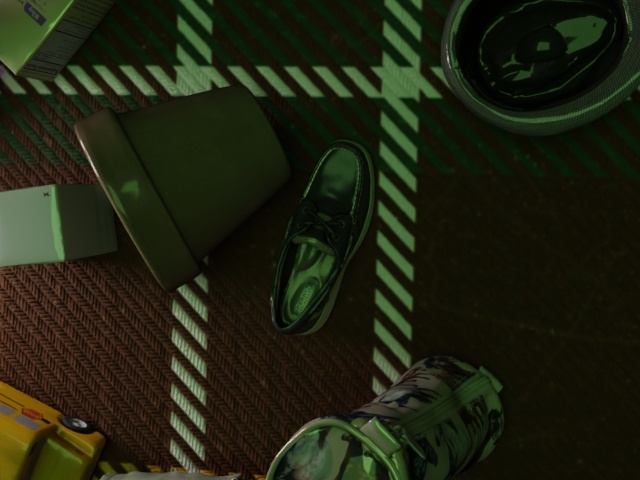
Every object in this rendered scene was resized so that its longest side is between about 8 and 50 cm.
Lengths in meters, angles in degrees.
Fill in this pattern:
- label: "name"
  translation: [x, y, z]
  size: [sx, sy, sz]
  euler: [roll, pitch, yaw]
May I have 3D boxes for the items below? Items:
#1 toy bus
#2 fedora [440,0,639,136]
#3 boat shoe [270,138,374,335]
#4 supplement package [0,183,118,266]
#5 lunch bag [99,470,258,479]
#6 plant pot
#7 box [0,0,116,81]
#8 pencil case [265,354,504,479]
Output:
- label: "toy bus"
  translation: [-0.493, 0.275, 1.524]
  size: [0.333, 0.130, 0.108]
  euler: [25, 98, 10]
- label: "fedora"
  translation: [0.297, -0.259, 1.324]
  size: [0.275, 0.124, 0.243]
  euler: [-28, 85, 21]
- label: "boat shoe"
  translation: [0.000, 0.000, 1.420]
  size: [0.103, 0.092, 0.285]
  euler: [21, 98, 10]
- label: "supplement package"
  translation: [-0.373, -0.024, 1.455]
  size: [0.105, 0.179, 0.105]
  euler: [-5, 92, 12]
- label: "lunch bag"
  translation: [-0.187, 0.458, 1.452]
  size: [0.235, 0.169, 0.287]
  euler: [1, 98, 12]
- label: "plant pot"
  translation: [-0.169, -0.093, 1.393]
  size: [0.229, 0.263, 0.263]
  euler: [-28, 87, -6]
- label: "box"
  translation: [-0.409, -0.390, 1.473]
  size: [0.213, 0.117, 0.243]
  euler: [43, 100, 6]
- label: "pencil case"
  translation: [0.102, 0.251, 1.269]
  size: [0.183, 0.410, 0.160]
  euler: [-37, 79, 25]
